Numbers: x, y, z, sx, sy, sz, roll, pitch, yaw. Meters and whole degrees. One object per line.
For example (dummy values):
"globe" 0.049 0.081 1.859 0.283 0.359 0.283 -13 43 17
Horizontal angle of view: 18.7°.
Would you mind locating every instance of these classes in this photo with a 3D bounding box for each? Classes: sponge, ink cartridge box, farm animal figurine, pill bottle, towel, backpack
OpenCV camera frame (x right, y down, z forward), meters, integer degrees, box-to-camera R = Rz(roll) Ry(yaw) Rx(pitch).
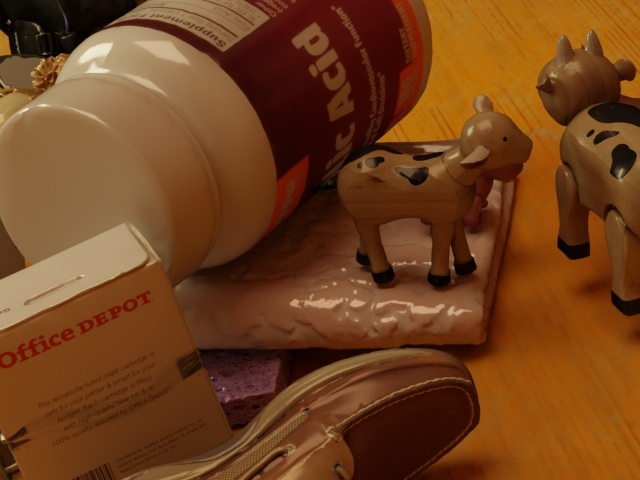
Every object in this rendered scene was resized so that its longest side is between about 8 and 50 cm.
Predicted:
"sponge" -0.079 0.093 1.681 0.117 0.031 0.210 -11 28 12
"ink cartridge box" -0.169 0.118 1.490 0.160 0.219 0.092 -25 28 -11
"farm animal figurine" 0.203 -0.068 1.567 0.330 0.172 0.327 -26 35 -29
"pill bottle" -0.088 -0.114 1.675 0.224 0.224 0.392 2 29 36
"towel" 0.000 0.000 1.728 0.332 0.053 0.317 -2 29 14
"backpack" -0.318 -0.330 2.365 0.213 0.276 0.263 -23 -8 -22

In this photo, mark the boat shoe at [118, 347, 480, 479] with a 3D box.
"boat shoe" -0.021 0.192 1.389 0.324 0.123 0.116 -30 35 -6

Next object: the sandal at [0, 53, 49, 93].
"sandal" -0.280 -0.146 2.205 0.303 0.086 0.120 -3 55 -5

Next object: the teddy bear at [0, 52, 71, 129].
"teddy bear" -0.208 -0.117 2.008 0.245 0.113 0.338 11 23 13

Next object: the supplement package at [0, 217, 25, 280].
"supplement package" -0.406 0.006 1.839 0.134 0.139 0.244 -3 3 30

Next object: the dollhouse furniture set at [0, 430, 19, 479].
"dollhouse furniture set" -0.307 0.139 1.641 0.184 0.129 0.129 -23 27 -4
